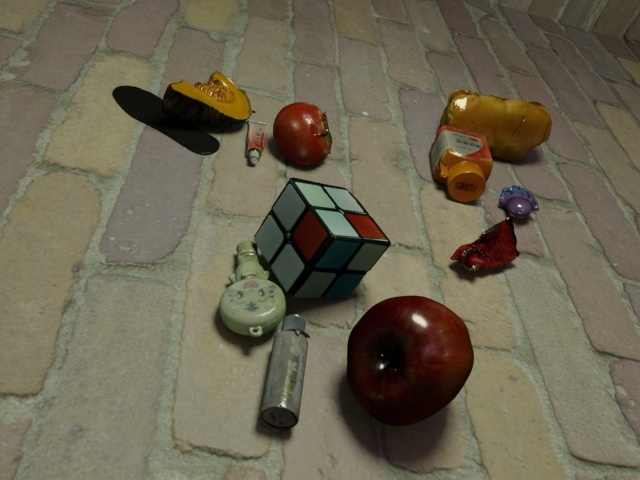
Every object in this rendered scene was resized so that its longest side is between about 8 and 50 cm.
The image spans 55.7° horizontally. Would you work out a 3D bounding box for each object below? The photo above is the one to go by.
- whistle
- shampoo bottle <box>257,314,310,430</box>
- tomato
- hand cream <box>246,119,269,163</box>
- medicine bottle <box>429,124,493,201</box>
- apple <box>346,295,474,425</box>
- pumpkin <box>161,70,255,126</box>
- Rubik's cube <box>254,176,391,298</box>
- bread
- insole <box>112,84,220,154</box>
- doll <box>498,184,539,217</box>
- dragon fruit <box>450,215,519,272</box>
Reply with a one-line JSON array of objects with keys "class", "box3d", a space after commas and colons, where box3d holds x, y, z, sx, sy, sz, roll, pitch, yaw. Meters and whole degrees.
[{"class": "whistle", "box3d": [-0.136, 0.096, 1.179, 0.125, 0.067, 0.258, -6, 40, -8]}, {"class": "shampoo bottle", "box3d": [-0.058, 0.223, 1.066, 0.072, 0.072, 0.214, 15, 41, -6]}, {"class": "tomato", "box3d": [-0.049, -0.278, 1.569, 0.167, 0.167, 0.167, 11, 41, -10]}, {"class": "hand cream", "box3d": [-0.167, -0.264, 1.593, 0.052, 0.038, 0.216, 35, 30, -26]}, {"class": "medicine bottle", "box3d": [0.397, -0.214, 1.702, 0.149, 0.112, 0.222, 13, 40, -8]}, {"class": "apple", "box3d": [0.159, 0.202, 1.059, 0.233, 0.234, 0.234, 11, 41, -10]}, {"class": "pumpkin", "box3d": [-0.288, -0.333, 1.571, 0.163, 0.111, 0.278, 42, 29, 0]}, {"class": "Rubik's cube", "box3d": [0.000, 0.000, 1.227, 0.183, 0.167, 0.180, 7, 38, -42]}, {"class": "bread", "box3d": [0.533, -0.349, 1.850, 0.343, 0.195, 0.149, 6, 36, -13]}, {"class": "insole", "box3d": [-0.404, -0.315, 1.567, 0.348, 0.009, 0.119, 33, 43, 15]}, {"class": "doll", "box3d": [0.556, -0.113, 1.697, 0.109, 0.067, 0.206, 11, 28, 11]}, {"class": "dragon fruit", "box3d": [0.401, 0.026, 1.441, 0.192, 0.122, 0.092, -18, 68, -39]}]
